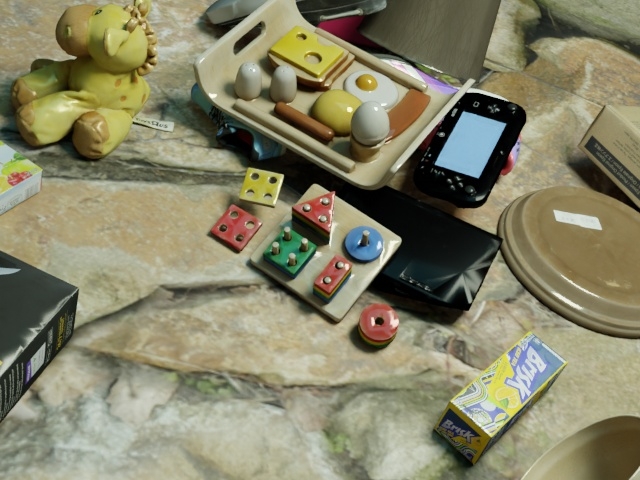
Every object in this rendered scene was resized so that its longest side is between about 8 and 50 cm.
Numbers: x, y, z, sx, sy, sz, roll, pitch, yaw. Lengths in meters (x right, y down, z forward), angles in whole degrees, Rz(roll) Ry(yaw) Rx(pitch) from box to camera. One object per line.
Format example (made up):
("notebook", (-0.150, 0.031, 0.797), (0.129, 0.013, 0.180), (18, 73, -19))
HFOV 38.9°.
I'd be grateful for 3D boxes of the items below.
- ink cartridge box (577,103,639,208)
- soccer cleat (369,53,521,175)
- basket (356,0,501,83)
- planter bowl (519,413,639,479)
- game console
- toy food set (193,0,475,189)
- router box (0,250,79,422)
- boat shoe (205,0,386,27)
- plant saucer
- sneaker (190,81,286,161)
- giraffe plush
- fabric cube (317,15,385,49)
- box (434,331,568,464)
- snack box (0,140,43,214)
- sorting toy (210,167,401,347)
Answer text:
("ink cartridge box", (0.542, -0.116, 1.394), (0.235, 0.088, 0.193), (-5, 46, -39))
("soccer cleat", (0.145, -0.182, 1.322), (0.318, 0.108, 0.116), (15, 45, -10))
("basket", (0.187, -0.377, 1.333), (0.204, 0.226, 0.154), (26, 21, 10))
("planter bowl", (0.281, 0.261, 0.876), (0.109, 0.162, 0.162), (52, 44, -5))
("game console", (0.154, -0.074, 1.187), (0.213, 0.044, 0.361), (25, 57, 10))
("toy food set", (0.020, -0.214, 1.195), (0.306, 0.092, 0.219), (31, 55, 14))
("router box", (-0.421, 0.077, 0.831), (0.309, 0.081, 0.243), (25, 41, 5))
("boat shoe", (-0.038, -0.353, 1.373), (0.306, 0.105, 0.113), (-8, 33, 32))
("plant saucer", (0.381, 0.016, 1.251), (0.278, 0.041, 0.277), (11, 42, -10))
("sneaker", (-0.120, -0.164, 1.225), (0.162, 0.063, 0.073), (39, 48, 20))
("giraffe plush", (-0.275, -0.220, 1.139), (0.210, 0.170, 0.181), (-2, 46, -23))
("fabric cube", (0.094, -0.490, 1.513), (0.258, 0.259, 0.254), (7, 43, -12))
("box", (0.202, 0.170, 1.002), (0.059, 0.054, 0.169), (40, 44, 21))
("snack box", (-0.401, -0.063, 1.021), (0.100, 0.037, 0.141), (31, 42, 14))
("sorting toy", (0.000, 0.000, 1.073), (0.275, 0.046, 0.132), (34, 66, 15))
